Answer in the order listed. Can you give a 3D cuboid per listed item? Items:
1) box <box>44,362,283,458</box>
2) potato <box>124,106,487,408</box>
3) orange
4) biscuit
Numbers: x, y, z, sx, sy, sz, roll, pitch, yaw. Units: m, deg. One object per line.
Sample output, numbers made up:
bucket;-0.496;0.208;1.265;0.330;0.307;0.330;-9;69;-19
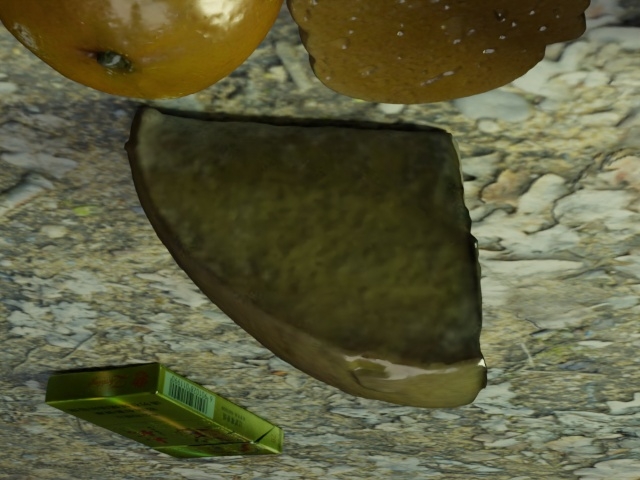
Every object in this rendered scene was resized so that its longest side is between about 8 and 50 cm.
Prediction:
box;-0.196;0.232;1.576;0.173;0.043;0.311;-8;154;26
potato;-0.014;0.034;0.886;0.264;0.189;0.211;5;157;-1
orange;-0.092;-0.136;0.588;0.156;0.124;0.156;1;158;0
biscuit;0.064;-0.137;0.656;0.170;0.050;0.170;-3;157;-1
